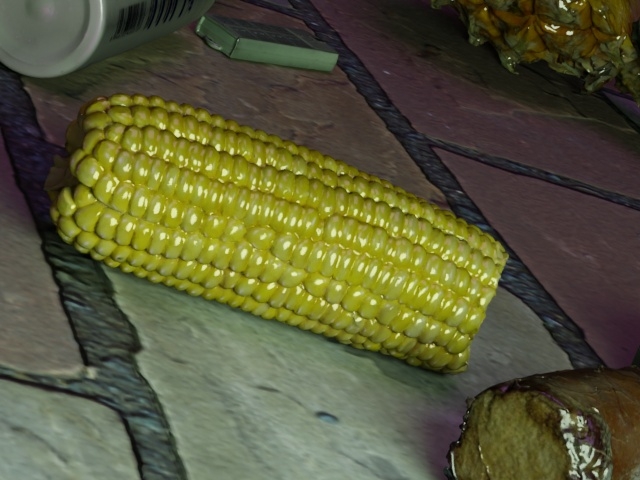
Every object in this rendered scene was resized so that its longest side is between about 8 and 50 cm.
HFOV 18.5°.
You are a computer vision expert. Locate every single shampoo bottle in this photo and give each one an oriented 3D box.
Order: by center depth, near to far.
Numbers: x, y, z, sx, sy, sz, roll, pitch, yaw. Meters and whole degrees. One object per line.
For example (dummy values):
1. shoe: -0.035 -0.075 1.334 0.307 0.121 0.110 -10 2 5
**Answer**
1. shampoo bottle: -0.137 -0.177 1.347 0.092 0.092 0.303 26 18 7

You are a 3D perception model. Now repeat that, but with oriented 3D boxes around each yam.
1. yam: 0.128 0.099 0.937 0.079 0.079 0.141 35 21 31

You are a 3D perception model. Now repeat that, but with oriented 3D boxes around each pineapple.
1. pineapple: 0.189 -0.218 1.817 0.209 0.286 0.344 -18 12 24

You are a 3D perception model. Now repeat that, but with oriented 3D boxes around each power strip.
1. power strip: -0.036 -0.152 1.512 0.136 0.019 0.051 3 26 -47

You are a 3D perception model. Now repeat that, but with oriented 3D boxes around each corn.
1. corn: -0.020 -0.004 1.011 0.244 0.093 0.093 19 19 -16

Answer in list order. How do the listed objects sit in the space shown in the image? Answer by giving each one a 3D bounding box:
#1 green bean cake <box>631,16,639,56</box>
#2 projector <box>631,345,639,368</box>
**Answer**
1. green bean cake: 0.364 -0.133 1.737 0.173 0.094 0.181 -4 66 -63
2. projector: 0.227 0.078 1.093 0.083 0.083 0.082 21 18 -9
